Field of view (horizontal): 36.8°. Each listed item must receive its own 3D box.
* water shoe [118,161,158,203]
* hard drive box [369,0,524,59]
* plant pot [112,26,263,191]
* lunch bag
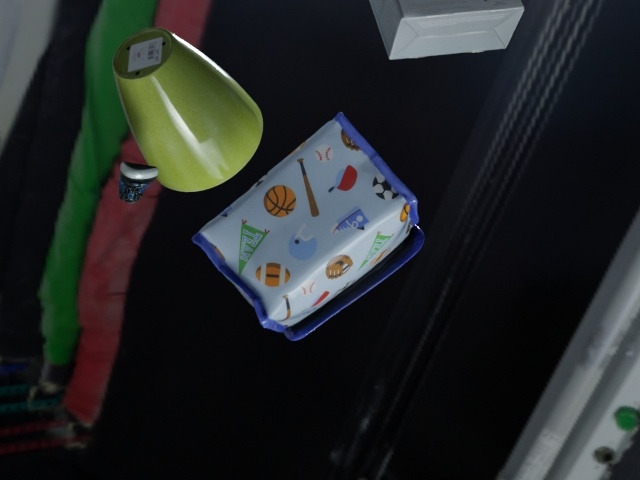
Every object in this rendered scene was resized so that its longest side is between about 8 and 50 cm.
[{"bbox_3d":[-0.361,-0.111,1.889,0.203,0.073,0.080,-162,-100,-78],"label":"water shoe"},{"bbox_3d":[0.160,-0.381,1.367,0.089,0.181,0.232,107,-27,-60],"label":"hard drive box"},{"bbox_3d":[-0.300,-0.296,1.998,0.275,0.293,0.274,-10,-124,16],"label":"plant pot"},{"bbox_3d":[0.000,0.000,1.674,0.328,0.385,0.239,-38,-100,-2],"label":"lunch bag"}]
